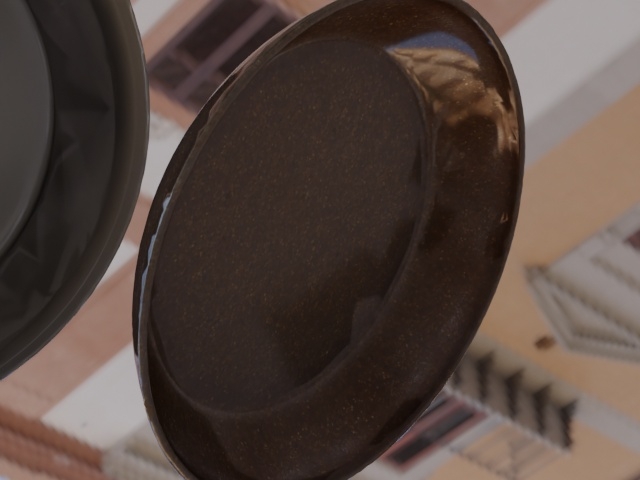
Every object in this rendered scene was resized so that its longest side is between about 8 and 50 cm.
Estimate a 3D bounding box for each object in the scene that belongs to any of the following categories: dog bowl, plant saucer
[{"bbox_3d":[-0.272,-0.069,0.890,0.349,0.102,0.348,1,-95,-18],"label":"dog bowl"},{"bbox_3d":[0.000,0.000,0.608,0.036,0.198,0.199,26,-166,38],"label":"plant saucer"}]
